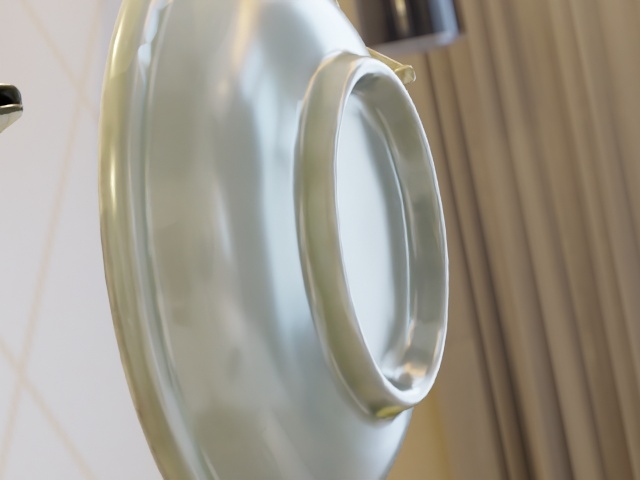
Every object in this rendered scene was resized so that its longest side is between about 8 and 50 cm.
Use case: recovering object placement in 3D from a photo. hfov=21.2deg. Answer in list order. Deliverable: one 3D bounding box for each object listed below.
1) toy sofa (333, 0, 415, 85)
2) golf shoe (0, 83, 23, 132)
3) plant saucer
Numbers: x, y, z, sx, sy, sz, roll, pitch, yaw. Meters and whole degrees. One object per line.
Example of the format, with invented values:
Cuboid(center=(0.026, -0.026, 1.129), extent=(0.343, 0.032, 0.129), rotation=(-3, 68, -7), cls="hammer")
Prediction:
Cuboid(center=(-0.070, -0.271, 1.505), extent=(0.177, 0.362, 0.150), rotation=(-24, 14, -15), cls="toy sofa")
Cuboid(center=(-0.207, -0.109, 0.822), extent=(0.086, 0.069, 0.176), rotation=(-19, -43, 8), cls="golf shoe")
Cuboid(center=(0.000, 0.000, 1.032), extent=(0.101, 0.400, 0.400), rotation=(-7, 2, 21), cls="plant saucer")
